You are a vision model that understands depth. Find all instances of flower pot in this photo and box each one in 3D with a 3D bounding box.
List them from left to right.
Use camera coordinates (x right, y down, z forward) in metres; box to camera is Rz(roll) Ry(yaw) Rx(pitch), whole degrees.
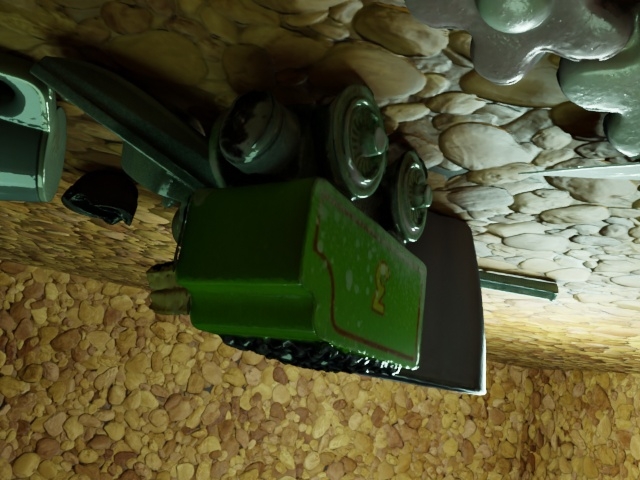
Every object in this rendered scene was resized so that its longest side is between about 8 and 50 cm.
[{"bbox_3d":[0.120,0.088,0.802,0.265,0.243,0.265,8,168,2],"label":"flower pot"}]

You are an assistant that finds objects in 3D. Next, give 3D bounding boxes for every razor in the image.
[{"bbox_3d":[0.311,0.079,1.030,0.277,0.056,0.111,5,130,-3],"label":"razor"}]

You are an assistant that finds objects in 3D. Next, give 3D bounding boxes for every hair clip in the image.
[{"bbox_3d":[0.168,-0.123,0.314,0.256,0.075,0.146,18,169,-12],"label":"hair clip"}]

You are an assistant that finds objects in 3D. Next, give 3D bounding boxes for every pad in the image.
[{"bbox_3d":[0.285,-0.055,0.430,0.156,0.004,0.232,1,-176,-13],"label":"pad"}]

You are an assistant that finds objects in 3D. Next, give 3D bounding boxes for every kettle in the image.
[{"bbox_3d":[-0.407,-0.134,0.571,0.243,0.160,0.211,7,138,-17],"label":"kettle"}]

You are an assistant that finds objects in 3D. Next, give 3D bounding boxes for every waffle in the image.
[{"bbox_3d":[-0.130,0.060,0.953,0.308,0.091,0.212,-8,179,-37],"label":"waffle"}]

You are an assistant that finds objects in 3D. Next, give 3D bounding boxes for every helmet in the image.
[{"bbox_3d":[-0.339,-0.072,0.847,0.123,0.070,0.098,10,161,29],"label":"helmet"}]

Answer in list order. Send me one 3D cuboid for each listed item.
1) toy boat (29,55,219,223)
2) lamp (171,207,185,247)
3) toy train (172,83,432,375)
[{"bbox_3d":[-0.164,-0.086,0.587,0.141,0.092,0.319,35,177,43],"label":"toy boat"},{"bbox_3d":[-0.172,-0.018,0.868,0.163,0.091,0.091,7,168,46],"label":"lamp"},{"bbox_3d":[0.000,0.000,0.537,0.173,0.249,0.307,-1,161,30],"label":"toy train"}]
